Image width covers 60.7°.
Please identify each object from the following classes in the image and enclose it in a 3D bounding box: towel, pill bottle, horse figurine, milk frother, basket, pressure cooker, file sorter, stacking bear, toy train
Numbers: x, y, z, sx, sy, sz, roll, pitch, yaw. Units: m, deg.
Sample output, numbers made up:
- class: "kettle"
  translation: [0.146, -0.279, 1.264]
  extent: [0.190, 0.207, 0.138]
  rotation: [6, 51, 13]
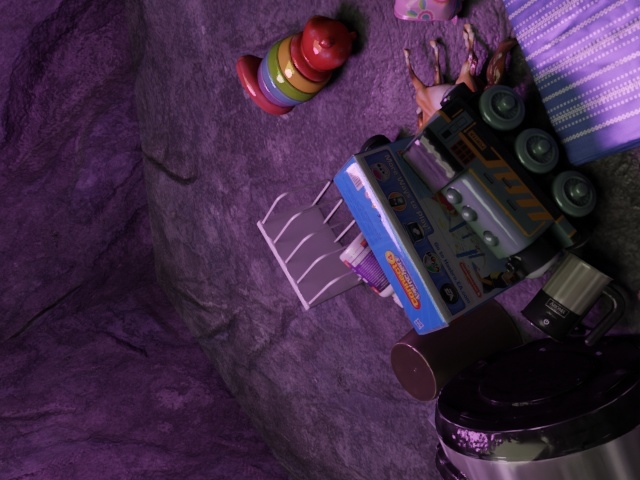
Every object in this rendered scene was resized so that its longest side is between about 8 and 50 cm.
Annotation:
- class: "towel"
  translation: [0.402, -0.291, 0.781]
  extent: [0.243, 0.040, 0.336]
  rotation: [-23, 89, 62]
- class: "pill bottle"
  translation: [0.150, 0.066, 1.304]
  extent: [0.193, 0.108, 0.108]
  rotation: [42, 146, 3]
- class: "horse figurine"
  translation: [0.241, -0.287, 1.000]
  extent: [0.263, 0.066, 0.174]
  rotation: [5, 108, 59]
- class: "milk frother"
  translation: [0.432, 0.101, 0.937]
  extent: [0.129, 0.143, 0.134]
  rotation: [34, 105, 4]
- class: "basket"
  translation: [0.270, 0.224, 1.132]
  extent: [0.204, 0.227, 0.154]
  rotation: [51, 146, 24]
- class: "pressure cooker"
  translation: [0.417, 0.407, 0.888]
  extent: [0.375, 0.370, 0.420]
  rotation: [-17, 96, 48]
- class: "file sorter"
  translation: [0.000, 0.000, 1.448]
  extent: [0.277, 0.193, 0.173]
  rotation: [59, 146, 14]
- class: "stacking bear"
  translation: [-0.040, -0.418, 1.277]
  extent: [0.289, 0.175, 0.164]
  rotation: [-17, 93, 52]
- class: "toy train"
  translation: [0.285, -0.096, 0.878]
  extent: [0.334, 0.190, 0.142]
  rotation: [51, 161, 2]

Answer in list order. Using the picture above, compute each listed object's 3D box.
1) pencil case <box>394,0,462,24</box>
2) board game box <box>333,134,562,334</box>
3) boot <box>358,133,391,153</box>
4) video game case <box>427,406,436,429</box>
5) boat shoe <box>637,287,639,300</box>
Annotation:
- class: "pencil case"
  translation: [0.194, -0.501, 0.887]
  extent: [0.124, 0.124, 0.284]
  rotation: [40, 141, 38]
- class: "board game box"
  translation: [0.226, -0.040, 0.953]
  extent: [0.308, 0.302, 0.086]
  rotation: [62, 150, 9]
- class: "boot"
  translation: [0.173, -0.087, 1.204]
  extent: [0.207, 0.094, 0.246]
  rotation: [46, 151, 38]
- class: "video game case"
  translation: [0.371, 0.444, 1.320]
  extent: [0.196, 0.026, 0.274]
  rotation: [49, 144, 29]
- class: "boat shoe"
  translation: [0.537, -0.002, 0.686]
  extent: [0.120, 0.123, 0.324]
  rotation: [42, 150, 28]
